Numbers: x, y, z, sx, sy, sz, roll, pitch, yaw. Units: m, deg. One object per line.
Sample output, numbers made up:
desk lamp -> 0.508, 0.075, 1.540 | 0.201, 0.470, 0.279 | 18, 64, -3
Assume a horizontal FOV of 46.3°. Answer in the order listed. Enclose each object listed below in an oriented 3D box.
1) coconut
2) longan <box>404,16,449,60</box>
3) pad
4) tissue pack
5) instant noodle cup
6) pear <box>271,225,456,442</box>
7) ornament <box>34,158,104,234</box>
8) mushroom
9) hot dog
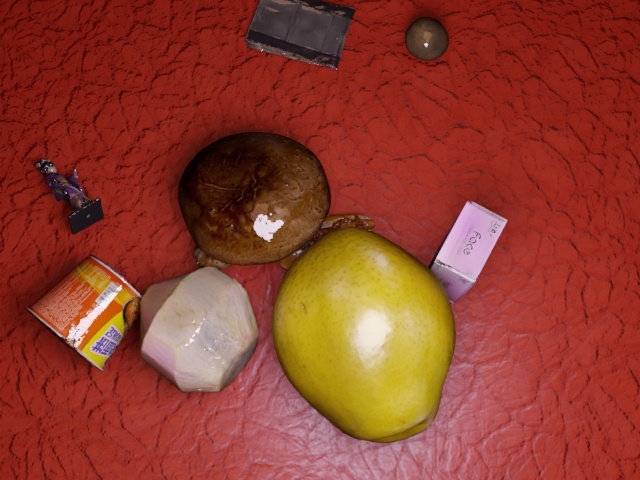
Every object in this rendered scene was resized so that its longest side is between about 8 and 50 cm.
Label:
coconut -> -0.258, 0.179, 1.529 | 0.259, 0.259, 0.259 | 0, 76, 1
longan -> 0.252, -0.470, 1.745 | 0.119, 0.106, 0.106 | -12, 72, -42
pad -> -0.048, -0.514, 1.798 | 0.233, 0.022, 0.174 | 15, 76, 4
tissue pack -> 0.290, 0.029, 1.541 | 0.093, 0.246, 0.148 | 28, 79, 8
instant noodle cup -> -0.478, 0.144, 1.564 | 0.213, 0.213, 0.174 | 37, 72, 9
pear -> 0.086, 0.182, 1.455 | 0.363, 0.362, 0.418 | -14, 73, -2
ornament -> -0.570, -0.121, 1.689 | 0.081, 0.088, 0.203 | -27, 64, -25
mushroom -> -0.141, -0.094, 1.579 | 0.345, 0.239, 0.345 | -2, 75, 6
hot dog -> 0.000, 0.000, 1.643 | 0.249, 0.076, 0.102 | -13, 79, -2
